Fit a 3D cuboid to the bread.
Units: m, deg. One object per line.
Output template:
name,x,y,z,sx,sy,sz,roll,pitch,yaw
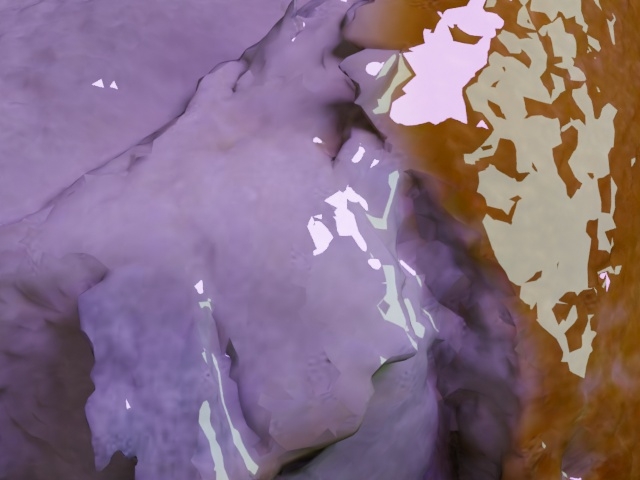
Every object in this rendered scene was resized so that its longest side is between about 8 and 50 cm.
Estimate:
bread,0.000,0.000,0.425,0.250,0.225,0.279,61,33,-39
